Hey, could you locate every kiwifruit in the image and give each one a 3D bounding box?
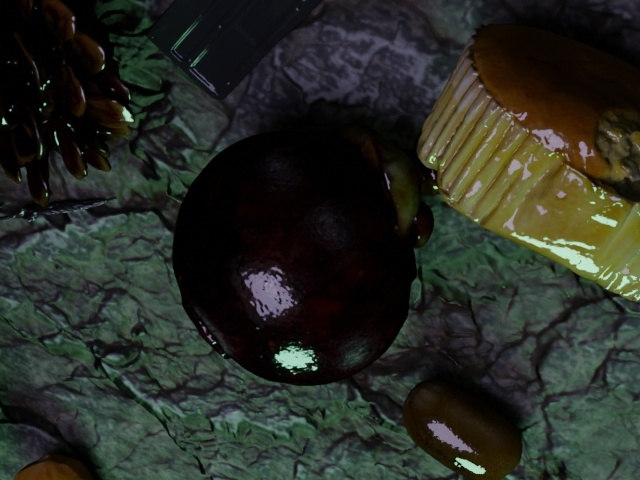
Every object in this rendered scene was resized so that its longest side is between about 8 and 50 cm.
[{"bbox_3d":[0.134,0.181,1.591,0.124,0.075,0.075,33,129,-3],"label":"kiwifruit"}]

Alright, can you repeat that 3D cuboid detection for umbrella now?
[{"bbox_3d":[-0.268,-0.029,1.673,0.149,0.022,0.022,-3,157,26],"label":"umbrella"}]

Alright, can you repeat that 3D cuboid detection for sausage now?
[{"bbox_3d":[-0.271,0.336,1.868,0.098,0.098,0.238,-3,121,27],"label":"sausage"}]

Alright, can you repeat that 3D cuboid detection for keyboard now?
[{"bbox_3d":[-0.017,-0.256,1.405,0.103,0.041,0.381,43,135,-7],"label":"keyboard"}]

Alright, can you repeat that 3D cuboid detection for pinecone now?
[{"bbox_3d":[-0.316,-0.126,1.473,0.246,0.292,0.246,40,143,39],"label":"pinecone"}]

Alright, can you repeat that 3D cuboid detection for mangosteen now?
[{"bbox_3d":[0.000,0.000,1.466,0.265,0.228,0.228,-36,105,-4],"label":"mangosteen"}]

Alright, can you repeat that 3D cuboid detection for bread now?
[{"bbox_3d":[0.207,-0.069,1.328,0.250,0.179,0.133,33,124,2],"label":"bread"}]
